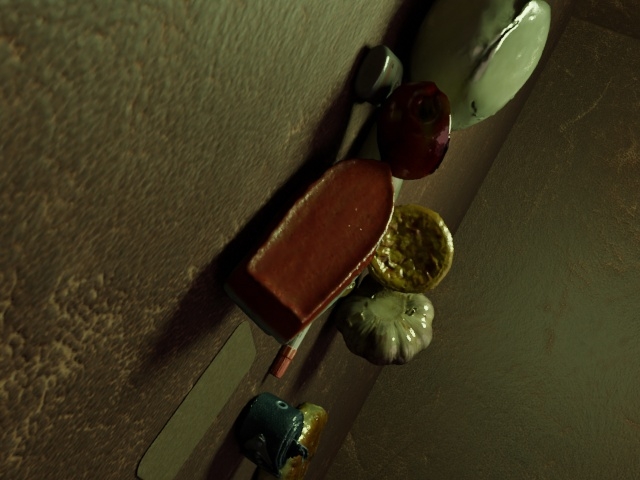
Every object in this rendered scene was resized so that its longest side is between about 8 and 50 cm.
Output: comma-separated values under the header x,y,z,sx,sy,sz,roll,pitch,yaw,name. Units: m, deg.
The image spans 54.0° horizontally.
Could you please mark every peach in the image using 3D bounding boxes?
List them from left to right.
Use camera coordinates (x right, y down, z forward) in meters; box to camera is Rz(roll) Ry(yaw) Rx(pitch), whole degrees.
x,y,z,sx,sy,sz,roll,pitch,yaw,name
0.131,-0.159,0.950,0.172,0.092,0.127,113,-28,-59,peach

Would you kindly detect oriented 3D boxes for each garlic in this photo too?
x,y,z,sx,sy,sz,roll,pitch,yaw,name
0.154,0.195,1.507,0.245,0.245,0.160,-53,158,-30,garlic

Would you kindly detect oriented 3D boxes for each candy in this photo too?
x,y,z,sx,sy,sz,roll,pitch,yaw,name
0.255,-0.322,1.073,0.295,0.185,0.295,-36,150,-25,candy

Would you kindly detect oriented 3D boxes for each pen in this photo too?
x,y,z,sx,sy,sz,roll,pitch,yaw,name
-0.030,0.160,1.231,0.239,0.028,0.028,-60,164,-10,pen

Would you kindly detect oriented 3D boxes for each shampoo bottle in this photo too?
x,y,z,sx,sy,sz,roll,pitch,yaw,name
0.097,-0.244,0.962,0.080,0.040,0.165,-64,163,11,shampoo bottle

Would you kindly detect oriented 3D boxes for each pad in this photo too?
x,y,z,sx,sy,sz,roll,pitch,yaw,name
-0.180,0.255,0.966,0.266,0.002,0.176,-54,162,-26,pad

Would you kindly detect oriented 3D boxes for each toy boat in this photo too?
x,y,z,sx,sy,sz,roll,pitch,yaw,name
0.000,0.000,0.893,0.332,0.145,0.133,-49,-178,-35,toy boat

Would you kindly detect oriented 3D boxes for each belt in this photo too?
x,y,z,sx,sy,sz,roll,pitch,yaw,name
-0.083,0.388,1.248,0.122,0.128,0.218,-55,163,-26,belt

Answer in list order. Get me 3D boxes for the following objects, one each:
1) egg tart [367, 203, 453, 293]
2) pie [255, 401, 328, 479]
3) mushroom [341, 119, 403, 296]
x,y,z,sx,sy,sz,roll,pitch,yaw,name
0.197,0.017,1.438,0.202,0.202,0.147,-64,176,4,egg tart
-0.069,0.559,1.640,0.315,0.092,0.315,-55,161,-29,pie
0.075,-0.064,1.101,0.123,0.095,0.351,-92,-155,-74,mushroom
